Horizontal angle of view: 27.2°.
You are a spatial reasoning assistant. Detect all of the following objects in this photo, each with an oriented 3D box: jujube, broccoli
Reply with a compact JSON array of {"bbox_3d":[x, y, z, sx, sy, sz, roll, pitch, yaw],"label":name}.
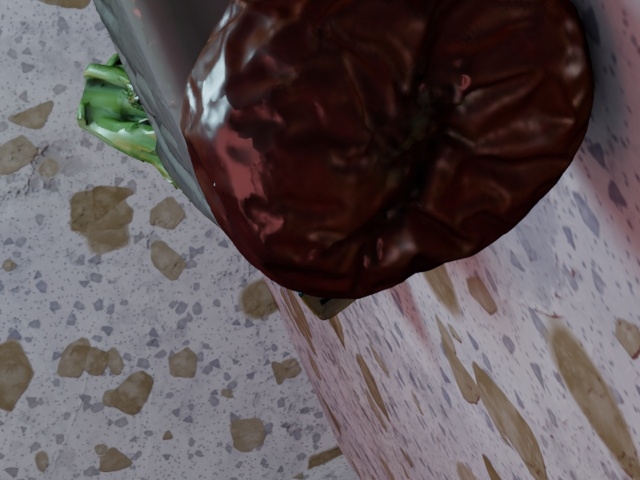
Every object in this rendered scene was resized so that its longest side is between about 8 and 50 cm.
[{"bbox_3d":[0.033,-0.084,0.788,0.213,0.232,0.213,59,172,13],"label":"jujube"},{"bbox_3d":[-0.153,-0.176,1.642,0.308,0.275,0.307,10,-90,-89],"label":"broccoli"}]

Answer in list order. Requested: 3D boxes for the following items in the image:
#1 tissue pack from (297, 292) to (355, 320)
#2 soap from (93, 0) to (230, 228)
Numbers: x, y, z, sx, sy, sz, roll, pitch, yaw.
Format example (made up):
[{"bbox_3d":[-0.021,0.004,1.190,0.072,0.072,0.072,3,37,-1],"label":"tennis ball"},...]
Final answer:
[{"bbox_3d":[0.000,0.000,1.638,0.082,0.120,0.169,48,-174,-48],"label":"tissue pack"},{"bbox_3d":[-0.109,-0.255,1.253,0.350,0.213,0.435,53,166,58],"label":"soap"}]
